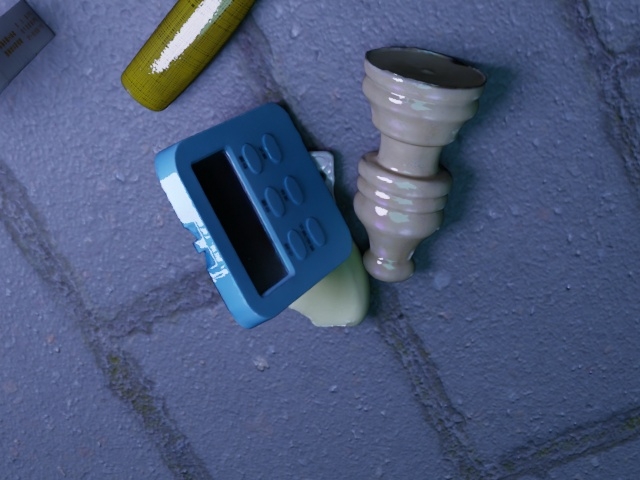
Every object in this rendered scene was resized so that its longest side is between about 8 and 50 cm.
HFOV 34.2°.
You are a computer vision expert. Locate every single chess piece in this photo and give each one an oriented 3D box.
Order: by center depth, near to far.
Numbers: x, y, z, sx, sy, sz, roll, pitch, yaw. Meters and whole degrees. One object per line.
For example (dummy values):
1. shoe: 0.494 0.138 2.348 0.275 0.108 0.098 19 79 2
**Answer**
1. chess piece: 0.103 -0.082 1.334 0.138 0.124 0.307 -8 125 -29

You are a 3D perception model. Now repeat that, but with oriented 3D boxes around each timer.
1. timer: -0.076 -0.035 1.254 0.091 0.250 0.232 -24 98 24

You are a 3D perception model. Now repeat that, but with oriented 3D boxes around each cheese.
1. cheese: 0.000 0.000 1.406 0.127 0.050 0.256 -2 115 6

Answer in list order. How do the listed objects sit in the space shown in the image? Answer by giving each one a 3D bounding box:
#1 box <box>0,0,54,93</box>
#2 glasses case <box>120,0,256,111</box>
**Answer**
1. box: -0.412 -0.188 1.223 0.149 0.233 0.067 -38 110 19
2. glasses case: -0.155 -0.255 1.276 0.079 0.064 0.234 40 112 -9
